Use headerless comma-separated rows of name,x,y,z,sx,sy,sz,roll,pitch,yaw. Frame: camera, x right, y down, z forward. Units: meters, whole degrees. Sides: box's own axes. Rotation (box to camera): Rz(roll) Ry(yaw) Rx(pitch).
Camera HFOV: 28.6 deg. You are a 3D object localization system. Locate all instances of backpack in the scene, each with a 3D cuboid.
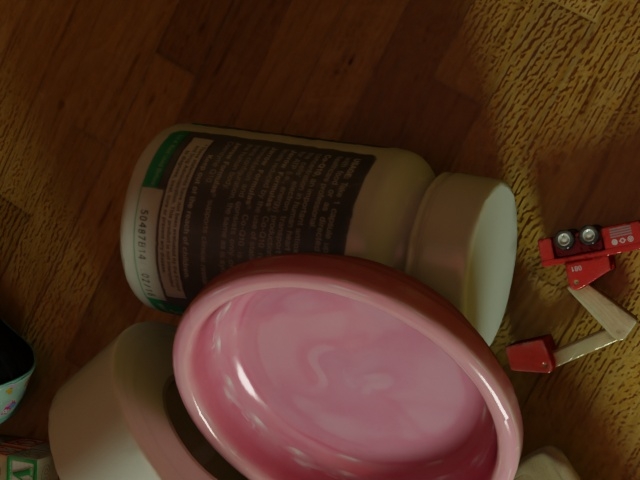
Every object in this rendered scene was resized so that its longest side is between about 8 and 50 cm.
backpack,-0.435,0.148,1.469,0.188,0.166,0.144,30,114,22

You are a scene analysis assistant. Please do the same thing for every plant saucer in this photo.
plant saucer,0.028,0.133,1.153,0.332,0.084,0.332,14,134,15

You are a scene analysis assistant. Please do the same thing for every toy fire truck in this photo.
toy fire truck,0.271,0.052,1.229,0.192,0.047,0.135,-11,87,22

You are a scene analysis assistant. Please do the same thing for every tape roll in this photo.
tape roll,-0.137,0.224,1.282,0.100,0.286,0.286,-41,76,18

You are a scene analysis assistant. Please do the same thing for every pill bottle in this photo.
pill bottle,0.000,0.000,1.258,0.361,0.204,0.204,9,95,23

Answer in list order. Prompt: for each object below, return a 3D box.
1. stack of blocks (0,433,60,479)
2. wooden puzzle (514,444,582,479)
stack of blocks,-0.349,0.390,1.480,0.171,0.087,0.297,4,93,23
wooden puzzle,0.193,0.416,1.262,0.348,0.080,0.322,-37,77,24
